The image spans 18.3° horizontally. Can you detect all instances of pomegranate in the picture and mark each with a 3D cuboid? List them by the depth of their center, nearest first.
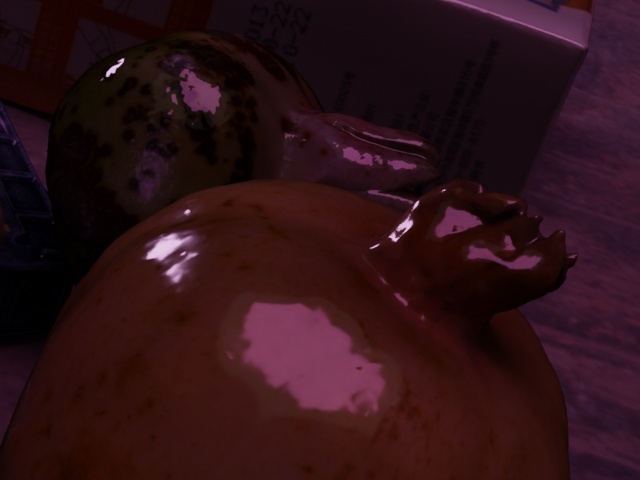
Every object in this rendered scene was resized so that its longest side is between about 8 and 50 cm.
[{"bbox_3d":[-0.016,0.077,0.680,0.207,0.207,0.207,14,33,-10],"label":"pomegranate"},{"bbox_3d":[-0.035,-0.032,0.803,0.138,0.163,0.125,1,68,-68],"label":"pomegranate"}]

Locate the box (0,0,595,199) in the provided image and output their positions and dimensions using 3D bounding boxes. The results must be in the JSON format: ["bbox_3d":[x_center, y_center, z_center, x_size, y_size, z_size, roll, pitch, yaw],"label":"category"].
[{"bbox_3d":[-0.034,-0.145,1.042,0.341,0.143,0.225,19,32,1],"label":"box"}]

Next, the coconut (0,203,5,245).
[{"bbox_3d":[-0.239,-0.049,0.713,0.230,0.227,0.227,-12,40,-9],"label":"coconut"}]

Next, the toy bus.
[{"bbox_3d":[-0.157,-0.023,0.880,0.065,0.047,0.166,4,36,-31],"label":"toy bus"}]
